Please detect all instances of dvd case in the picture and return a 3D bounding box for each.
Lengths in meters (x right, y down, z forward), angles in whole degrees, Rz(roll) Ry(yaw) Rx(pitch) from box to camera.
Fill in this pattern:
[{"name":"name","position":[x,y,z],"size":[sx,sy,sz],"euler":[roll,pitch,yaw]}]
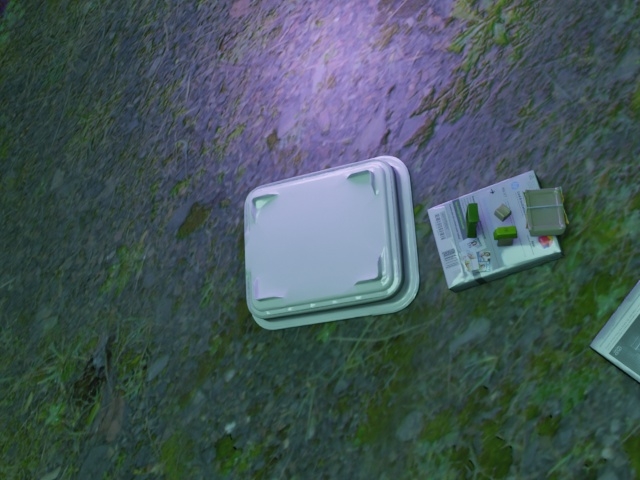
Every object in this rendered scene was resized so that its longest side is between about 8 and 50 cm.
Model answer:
[{"name":"dvd case","position":[0.532,0.152,1.155],"size":[0.238,0.029,0.179],"euler":[39,96,31]}]

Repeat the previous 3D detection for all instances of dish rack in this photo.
[{"name":"dish rack","position":[0.000,0.000,1.453],"size":[0.332,0.072,0.286],"euler":[-12,72,26]}]

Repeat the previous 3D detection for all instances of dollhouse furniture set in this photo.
[{"name":"dollhouse furniture set","position":[0.305,-0.033,1.285],"size":[0.151,0.058,0.076],"euler":[-5,65,6]}]

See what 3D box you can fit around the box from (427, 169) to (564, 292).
[{"name":"box","position":[0.280,-0.013,1.328],"size":[0.186,0.038,0.145],"euler":[-22,67,22]}]
